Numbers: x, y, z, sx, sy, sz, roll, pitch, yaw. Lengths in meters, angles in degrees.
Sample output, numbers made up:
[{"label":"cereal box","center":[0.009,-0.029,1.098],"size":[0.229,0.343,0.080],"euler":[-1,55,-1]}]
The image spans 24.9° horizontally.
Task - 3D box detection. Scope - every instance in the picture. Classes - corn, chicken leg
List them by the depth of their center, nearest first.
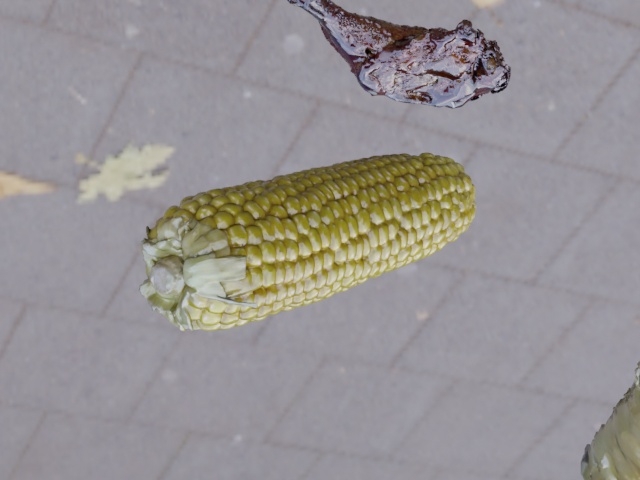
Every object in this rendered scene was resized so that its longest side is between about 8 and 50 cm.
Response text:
[{"label":"corn","center":[-0.002,-0.004,0.971],"size":[0.260,0.091,0.091],"euler":[-14,164,-38]},{"label":"chicken leg","center":[0.061,-0.156,1.161],"size":[0.205,0.053,0.093],"euler":[6,148,-19]}]

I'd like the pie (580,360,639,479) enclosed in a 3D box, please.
[{"label":"pie","center":[0.153,0.028,0.347],"size":[0.129,0.068,0.282],"euler":[33,154,6]}]
